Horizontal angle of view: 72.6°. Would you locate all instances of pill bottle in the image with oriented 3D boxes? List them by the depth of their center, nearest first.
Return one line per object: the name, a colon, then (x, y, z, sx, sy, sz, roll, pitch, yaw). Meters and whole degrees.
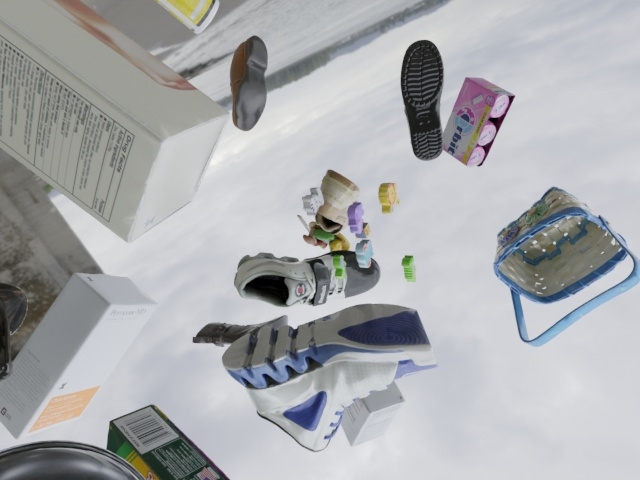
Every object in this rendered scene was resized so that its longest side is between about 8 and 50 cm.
pill bottle: (-0.220, -0.382, 0.667, 0.065, 0.116, 0.065, -26, -131, 35)

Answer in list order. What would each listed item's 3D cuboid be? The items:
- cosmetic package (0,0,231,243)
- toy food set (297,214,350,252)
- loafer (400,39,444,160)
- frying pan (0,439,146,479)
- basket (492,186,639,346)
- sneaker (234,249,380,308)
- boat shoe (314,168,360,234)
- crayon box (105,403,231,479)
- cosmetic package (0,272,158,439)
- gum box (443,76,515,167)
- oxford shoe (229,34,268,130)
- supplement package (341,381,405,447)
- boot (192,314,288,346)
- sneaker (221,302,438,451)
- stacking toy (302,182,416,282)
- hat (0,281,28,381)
cosmetic package: (-0.270, -0.157, 0.482, 0.153, 0.296, 0.129, -52, 180, 35)
toy food set: (0.000, 0.000, 1.533, 0.217, 0.128, 0.071, 23, -113, 34)
loafer: (0.192, -0.267, 0.844, 0.080, 0.220, 0.078, -4, -163, 4)
frying pan: (-0.229, 0.236, 0.233, 0.326, 0.197, 0.053, -5, 153, -49)
basket: (0.486, 0.049, 0.897, 0.255, 0.201, 0.289, -51, -159, 34)
sneaker: (-0.025, 0.098, 0.956, 0.330, 0.123, 0.146, -3, -162, -2)
boat shoe: (0.028, -0.078, 1.100, 0.110, 0.121, 0.341, -58, 170, -5)
crayon box: (-0.277, 0.548, 0.811, 0.363, 0.313, 0.106, 24, -163, 33)
cosmetic package: (-0.720, 0.327, 1.287, 0.453, 0.161, 0.230, -56, 164, 2)
gum box: (0.365, -0.277, 1.040, 0.062, 0.188, 0.107, -10, -137, -29)
oxford shoe: (-0.163, -0.326, 0.932, 0.076, 0.076, 0.212, -6, -109, 36)
supplement package: (0.159, 0.551, 1.444, 0.139, 0.244, 0.134, -8, -134, -25)
boot: (-0.237, 0.277, 1.348, 0.228, 0.091, 0.263, 2, -178, 20)
sneaker: (0.023, 0.218, 0.682, 0.315, 0.182, 0.127, -12, -159, 9)
stacking toy: (0.074, -0.005, 0.803, 0.167, 0.221, 0.052, 1, -143, 30)
hat: (-0.774, 0.173, 1.010, 0.331, 0.331, 0.134, -15, -168, 27)
